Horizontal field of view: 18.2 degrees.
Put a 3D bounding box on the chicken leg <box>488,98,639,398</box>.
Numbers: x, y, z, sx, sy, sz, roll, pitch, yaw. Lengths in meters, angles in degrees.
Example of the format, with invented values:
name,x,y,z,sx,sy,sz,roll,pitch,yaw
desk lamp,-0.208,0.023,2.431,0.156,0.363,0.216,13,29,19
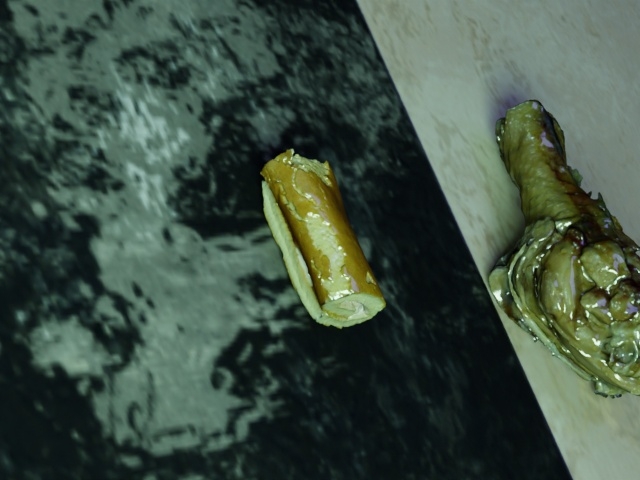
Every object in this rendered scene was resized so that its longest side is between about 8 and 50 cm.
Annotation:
name,x,y,z,sx,sy,sz,roll,pitch,yaw
chicken leg,0.142,0.008,1.138,0.196,0.080,0.125,59,20,16

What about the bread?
name,x,y,z,sx,sy,sz,roll,pitch,yaw
bread,0.000,0.000,0.973,0.047,0.036,0.083,15,50,-59
